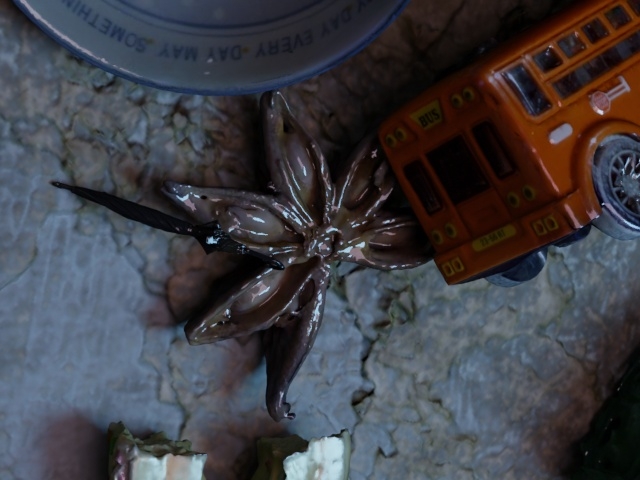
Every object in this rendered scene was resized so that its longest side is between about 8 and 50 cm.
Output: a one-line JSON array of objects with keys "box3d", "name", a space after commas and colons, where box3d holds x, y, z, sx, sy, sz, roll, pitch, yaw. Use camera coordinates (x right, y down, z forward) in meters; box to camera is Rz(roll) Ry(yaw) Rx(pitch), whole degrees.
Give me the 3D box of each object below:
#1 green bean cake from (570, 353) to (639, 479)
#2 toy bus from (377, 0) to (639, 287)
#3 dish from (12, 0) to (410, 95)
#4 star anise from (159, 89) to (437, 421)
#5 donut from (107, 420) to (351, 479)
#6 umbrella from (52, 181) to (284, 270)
[{"box3d": [0.295, 0.131, 1.121, 0.107, 0.193, 0.208, 41, 77, -21], "name": "green bean cake"}, {"box3d": [0.200, -0.098, 1.036, 0.329, 0.143, 0.153, -31, 91, -35], "name": "toy bus"}, {"box3d": [-0.062, -0.233, 0.905, 0.273, 0.134, 0.273, 1, 124, 1], "name": "dish"}, {"box3d": [-0.012, -0.010, 1.010, 0.208, 0.063, 0.172, -45, 109, -9], "name": "star anise"}, {"box3d": [-0.062, 0.168, 1.005, 0.166, 0.065, 0.108, 2, 97, -29], "name": "donut"}, {"box3d": [-0.090, -0.011, 0.951, 0.149, 0.022, 0.022, 20, 75, -3], "name": "umbrella"}]
